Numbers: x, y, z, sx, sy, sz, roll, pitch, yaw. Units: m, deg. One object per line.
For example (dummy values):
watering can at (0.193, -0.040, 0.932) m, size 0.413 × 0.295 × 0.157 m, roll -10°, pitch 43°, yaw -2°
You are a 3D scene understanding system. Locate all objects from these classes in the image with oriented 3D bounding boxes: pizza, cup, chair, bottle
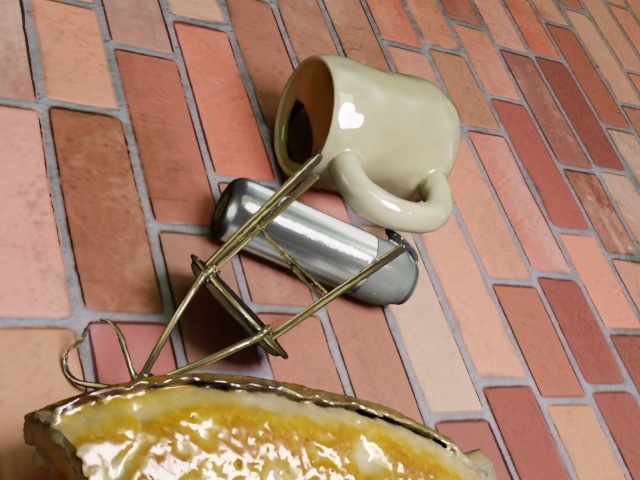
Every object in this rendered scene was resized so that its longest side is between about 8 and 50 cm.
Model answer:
pizza at (-0.045, 0.315, 0.785) m, size 0.439 × 0.130 × 0.406 m, roll 13°, pitch 62°, yaw -27°
cup at (0.081, -0.126, 1.190) m, size 0.202 × 0.173 × 0.255 m, roll 10°, pitch 15°, yaw -29°
chair at (-0.083, 0.066, 0.962) m, size 0.325 × 0.170 × 0.160 m, roll -42°, pitch 88°, yaw -6°
bottle at (0.000, 0.000, 1.114) m, size 0.253 × 0.096 × 0.079 m, roll 24°, pitch 0°, yaw -18°

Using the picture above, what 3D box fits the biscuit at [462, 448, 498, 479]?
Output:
biscuit at (0.159, 0.345, 0.965) m, size 0.141 × 0.038 × 0.290 m, roll 10°, pitch 49°, yaw -30°
